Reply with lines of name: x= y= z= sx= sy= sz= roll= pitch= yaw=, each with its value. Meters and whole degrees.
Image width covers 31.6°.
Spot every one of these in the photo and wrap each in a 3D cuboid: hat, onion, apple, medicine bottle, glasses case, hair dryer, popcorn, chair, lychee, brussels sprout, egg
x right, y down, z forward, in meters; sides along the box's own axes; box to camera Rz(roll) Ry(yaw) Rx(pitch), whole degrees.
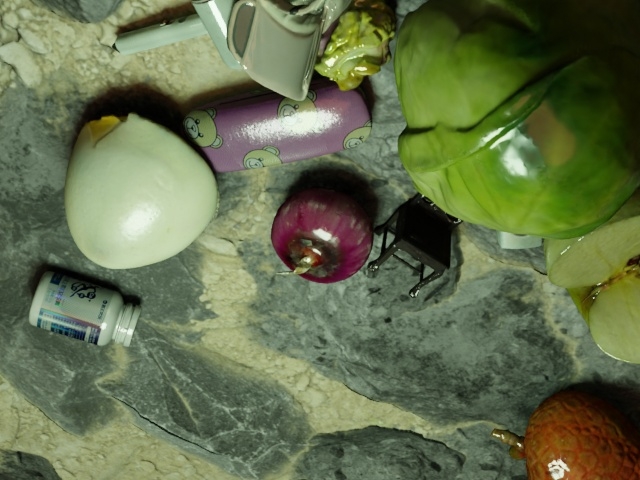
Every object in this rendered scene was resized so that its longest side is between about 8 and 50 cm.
hat: x=-0.020 y=-0.325 z=1.632 sx=0.219 sy=0.164 sz=0.226 roll=29 pitch=138 yaw=40
onion: x=0.003 y=-0.007 z=1.905 sx=0.177 sy=0.153 sz=0.177 roll=-3 pitch=120 yaw=-4
apple: x=0.506 y=0.026 z=1.806 sx=0.258 sy=0.233 sz=0.295 roll=-35 pitch=107 yaw=14
medicine bottle: x=-0.436 y=0.133 z=2.103 sx=0.191 sy=0.107 sz=0.107 roll=18 pitch=129 yaw=-6
glasses case: x=-0.073 y=-0.184 z=1.818 sx=0.316 sy=0.076 sz=0.123 roll=-9 pitch=127 yaw=16
hair dryer: x=-0.215 y=-0.314 z=1.744 sx=0.236 sy=0.073 sz=0.131 roll=-11 pitch=127 yaw=20
popcorn: x=0.050 y=-0.299 z=1.683 sx=0.145 sy=0.126 sz=0.126 roll=-42 pitch=103 yaw=13
chair: x=0.191 y=-0.025 z=1.892 sx=0.106 sy=0.113 sz=0.229 roll=31 pitch=129 yaw=-18
lychee: x=0.471 y=0.405 z=2.108 sx=0.300 sy=0.255 sz=0.255 roll=-4 pitch=128 yaw=10
brussels sprout: x=0.281 y=-0.193 z=1.532 sx=0.342 sy=0.361 sz=0.425 roll=-8 pitch=109 yaw=-5
egg: x=-0.312 y=-0.062 z=1.862 sx=0.264 sy=0.174 sz=0.286 roll=32 pitch=136 yaw=-6

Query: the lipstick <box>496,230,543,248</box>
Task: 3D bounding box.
lipstick: x=0.323 y=-0.110 z=1.821 sx=0.079 sy=0.077 sz=0.253 roll=-2 pitch=123 yaw=4
